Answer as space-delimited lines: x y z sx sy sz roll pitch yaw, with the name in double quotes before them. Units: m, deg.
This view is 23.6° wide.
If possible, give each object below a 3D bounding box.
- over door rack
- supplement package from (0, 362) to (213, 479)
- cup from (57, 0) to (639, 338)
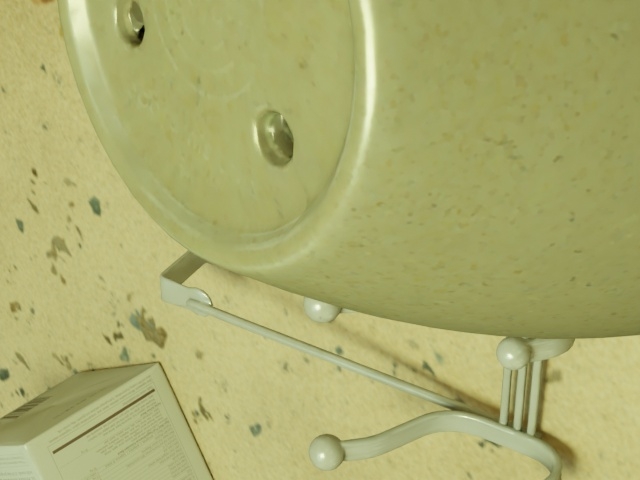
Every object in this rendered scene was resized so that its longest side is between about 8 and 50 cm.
"over door rack" 0.000 0.000 0.887 0.324 0.108 0.240 29 133 36
"supplement package" -0.162 0.239 1.217 0.134 0.139 0.244 -12 104 51
"cup" 0.049 -0.100 0.546 0.331 0.237 0.331 24 123 43
